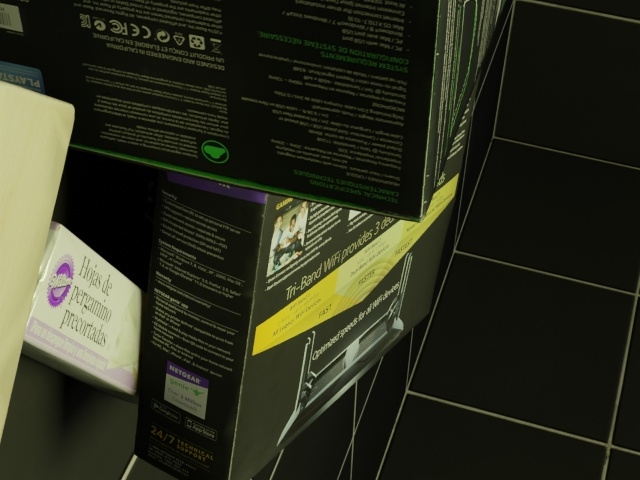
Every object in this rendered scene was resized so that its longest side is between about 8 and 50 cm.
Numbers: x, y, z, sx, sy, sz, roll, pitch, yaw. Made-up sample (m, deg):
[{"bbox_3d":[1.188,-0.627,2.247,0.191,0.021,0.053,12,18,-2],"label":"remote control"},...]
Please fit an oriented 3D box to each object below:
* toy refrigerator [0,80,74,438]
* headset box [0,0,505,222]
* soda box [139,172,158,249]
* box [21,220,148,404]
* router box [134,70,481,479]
[{"bbox_3d":[-0.189,0.060,0.488,0.102,0.094,0.270,-13,117,-84],"label":"toy refrigerator"},{"bbox_3d":[-0.026,-0.171,0.605,0.131,0.246,0.283,91,17,-45],"label":"headset box"},{"bbox_3d":[-0.085,-0.035,0.943,0.169,0.053,0.060,-42,144,-69],"label":"soda box"},{"bbox_3d":[-0.144,0.055,0.742,0.324,0.067,0.063,61,45,-72],"label":"box"},{"bbox_3d":[0.000,0.000,0.830,0.309,0.081,0.243,-35,141,-52],"label":"router box"}]
